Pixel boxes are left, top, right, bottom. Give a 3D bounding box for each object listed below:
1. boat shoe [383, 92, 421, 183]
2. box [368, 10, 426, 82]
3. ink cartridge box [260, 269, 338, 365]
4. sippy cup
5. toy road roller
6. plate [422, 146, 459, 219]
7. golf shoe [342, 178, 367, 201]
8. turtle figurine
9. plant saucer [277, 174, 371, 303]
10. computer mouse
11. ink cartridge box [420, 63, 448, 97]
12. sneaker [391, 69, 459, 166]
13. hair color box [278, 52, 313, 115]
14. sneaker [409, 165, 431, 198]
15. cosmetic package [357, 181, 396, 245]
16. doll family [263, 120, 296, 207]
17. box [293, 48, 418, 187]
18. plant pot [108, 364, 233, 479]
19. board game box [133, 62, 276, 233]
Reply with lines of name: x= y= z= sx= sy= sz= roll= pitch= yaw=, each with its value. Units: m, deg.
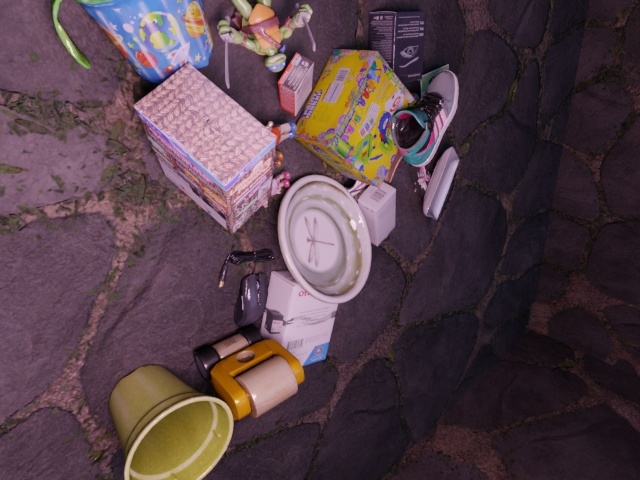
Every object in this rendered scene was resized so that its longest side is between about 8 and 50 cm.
boat shoe: x=0.299 y=-0.342 z=1.558 sx=0.117 sy=0.123 sz=0.324 roll=22 pitch=95 yaw=-4
box: x=0.237 y=-0.601 z=1.410 sx=0.153 sy=0.108 sz=0.207 roll=-22 pitch=124 yaw=-37
ink cartridge box: x=-0.069 y=0.254 z=1.497 sx=0.223 sy=0.129 sz=0.307 roll=-3 pitch=111 yaw=-44
sippy cup: x=-0.322 y=-0.438 z=0.868 sx=0.224 sy=0.306 sz=0.239 roll=68 pitch=25 yaw=-51
toy road roller: x=-0.199 y=0.416 z=1.296 sx=0.203 sy=0.330 sz=0.240 roll=-23 pitch=116 yaw=-31
plate: x=0.481 y=-0.226 z=1.824 sx=0.278 sy=0.045 sz=0.277 roll=3 pitch=108 yaw=-68
golf shoe: x=0.141 y=-0.220 z=1.526 sx=0.186 sy=0.068 sz=0.086 roll=-55 pitch=136 yaw=-10
turtle figurine: x=-0.130 y=-0.512 z=1.000 sx=0.274 sy=0.198 sz=0.266 roll=-66 pitch=137 yaw=-60
plant saucer: x=0.000 y=0.000 z=1.402 sx=0.401 sy=0.101 sz=0.400 roll=16 pitch=68 yaw=-43
computer mouse: x=-0.223 y=0.153 z=1.349 sx=0.184 sy=0.060 sz=0.261 roll=5 pitch=105 yaw=-47
ink cartridge box: x=0.404 y=-0.506 z=1.661 sx=0.171 sy=0.056 sz=0.235 roll=-32 pitch=126 yaw=-31
sneaker: x=0.298 y=-0.371 z=1.320 sx=0.178 sy=0.124 sz=0.295 roll=3 pitch=108 yaw=-57
hair color box: x=-0.064 y=-0.402 z=1.179 sx=0.093 sy=0.053 sz=0.167 roll=-60 pitch=-178 yaw=-5
sneaker: x=0.398 y=-0.254 z=1.774 sx=0.077 sy=0.072 sz=0.178 roll=-52 pitch=147 yaw=-24
cosmetic package: x=0.200 y=-0.094 z=1.588 sx=0.117 sy=0.086 sz=0.231 roll=-46 pitch=154 yaw=-20
doll family: x=-0.171 y=-0.215 z=1.210 sx=0.163 sy=0.118 sz=0.262 roll=-34 pitch=148 yaw=-37
box: x=0.112 y=-0.358 z=1.351 sx=0.279 sy=0.177 sz=0.289 roll=30 pitch=87 yaw=-48
plant pot: x=-0.412 y=0.462 z=1.167 sx=0.276 sy=0.254 sz=0.275 roll=-21 pitch=122 yaw=-38
board game box: x=-0.231 y=-0.177 z=0.966 sx=0.141 sy=0.232 sz=0.291 roll=-48 pitch=175 yaw=-18
